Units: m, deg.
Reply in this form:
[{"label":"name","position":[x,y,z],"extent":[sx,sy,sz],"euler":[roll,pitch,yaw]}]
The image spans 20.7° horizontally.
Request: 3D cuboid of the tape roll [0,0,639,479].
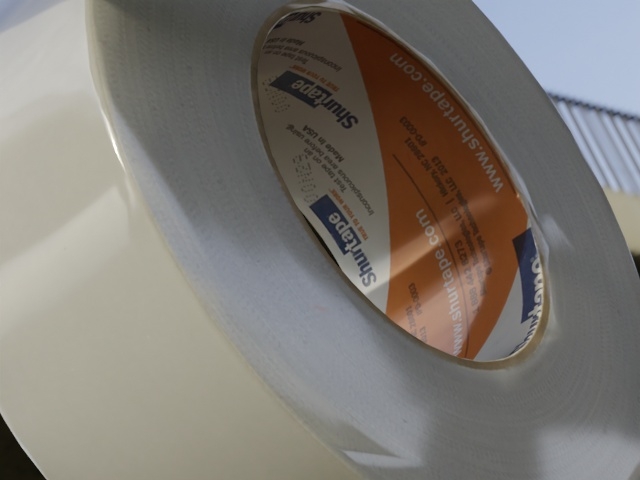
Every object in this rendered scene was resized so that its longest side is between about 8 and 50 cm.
[{"label":"tape roll","position":[0.000,0.000,0.491],"extent":[0.072,0.219,0.219],"euler":[-34,-33,32]}]
